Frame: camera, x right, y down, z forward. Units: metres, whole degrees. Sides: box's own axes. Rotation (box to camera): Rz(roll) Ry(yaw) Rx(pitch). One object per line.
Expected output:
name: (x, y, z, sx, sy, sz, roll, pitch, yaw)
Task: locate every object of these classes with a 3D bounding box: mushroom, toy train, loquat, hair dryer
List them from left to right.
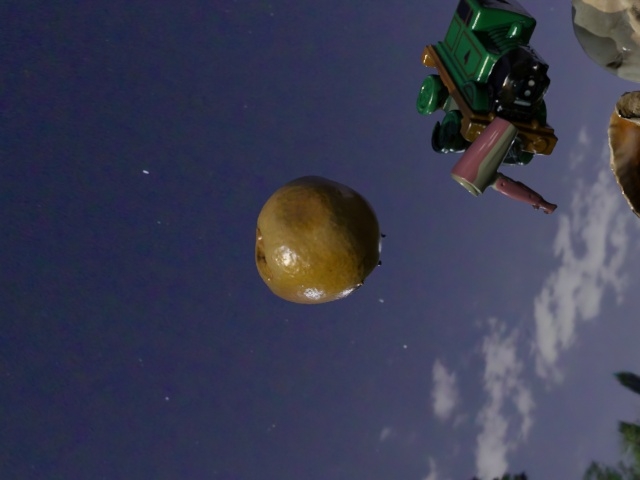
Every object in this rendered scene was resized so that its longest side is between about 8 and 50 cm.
loquat: (0.001, -0.003, 1.000, 0.213, 0.213, 0.213, -19, -62, -41)
toy train: (0.313, -0.299, 1.207, 0.178, 0.429, 0.249, 8, -54, -13)
hair dryer: (0.267, -0.086, 0.908, 0.154, 0.054, 0.106, 37, -82, -16)
mushroom: (0.611, -0.421, 1.136, 0.336, 0.314, 0.315, -48, -37, -67)

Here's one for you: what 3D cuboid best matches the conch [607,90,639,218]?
conch: (0.531, -0.112, 0.855, 0.159, 0.291, 0.210, -36, -30, -38)
